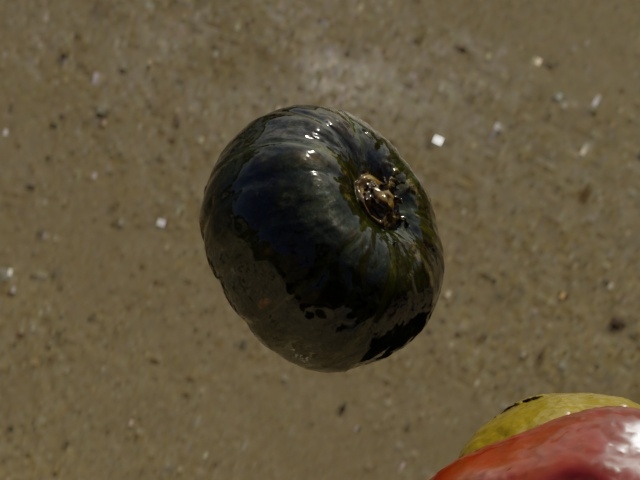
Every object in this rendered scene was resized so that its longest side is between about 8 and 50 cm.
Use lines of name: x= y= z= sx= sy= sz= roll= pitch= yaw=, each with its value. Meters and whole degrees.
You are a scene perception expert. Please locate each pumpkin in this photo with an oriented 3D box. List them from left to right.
pumpkin: x=0.000 y=0.000 z=1.392 sx=0.223 sy=0.157 sz=0.224 roll=34 pitch=34 yaw=-28

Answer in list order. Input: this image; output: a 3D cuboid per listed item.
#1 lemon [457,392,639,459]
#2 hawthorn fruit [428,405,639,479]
lemon: x=0.236 y=0.277 z=1.591 sx=0.293 sy=0.293 sz=0.293 roll=11 pitch=46 yaw=-12
hawthorn fruit: x=0.127 y=0.208 z=1.040 sx=0.299 sy=0.211 sz=0.211 roll=-3 pitch=46 yaw=8
